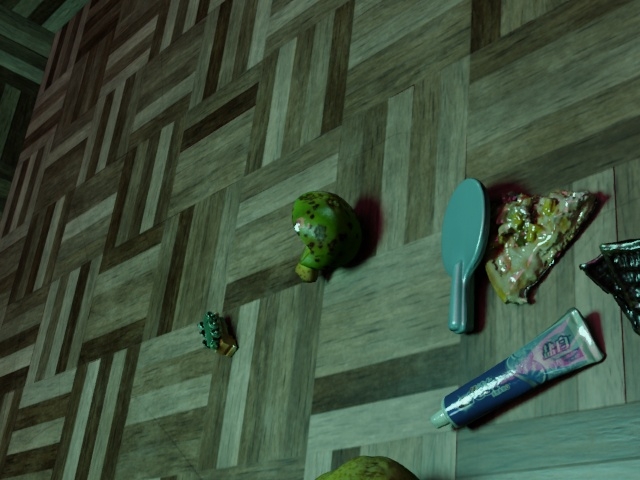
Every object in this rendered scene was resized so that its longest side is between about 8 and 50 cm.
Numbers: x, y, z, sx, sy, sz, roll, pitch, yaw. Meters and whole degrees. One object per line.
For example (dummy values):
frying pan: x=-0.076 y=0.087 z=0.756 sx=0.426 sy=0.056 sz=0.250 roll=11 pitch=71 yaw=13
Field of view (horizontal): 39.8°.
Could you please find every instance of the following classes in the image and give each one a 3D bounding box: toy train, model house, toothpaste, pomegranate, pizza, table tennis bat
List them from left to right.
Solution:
toy train: x=-0.209 y=0.186 z=1.793 sx=0.044 sy=0.064 sz=0.103 roll=-55 pitch=33 yaw=23
pomegranate: x=0.013 y=-0.001 z=1.575 sx=0.143 sy=0.122 sz=0.169 roll=-73 pitch=-16 yaw=-66
table tennis bat: x=0.216 y=0.022 z=1.328 sx=0.149 sy=0.038 sz=0.237 roll=139 pitch=139 yaw=-66
toothpaste: x=0.254 y=0.188 z=1.191 sx=0.268 sy=0.047 sz=0.069 roll=-38 pitch=29 yaw=29
pizza: x=0.303 y=-0.016 z=1.248 sx=0.195 sy=0.052 sz=0.185 roll=-38 pitch=44 yaw=36
model house: x=0.374 y=0.048 z=1.027 sx=0.165 sy=0.152 sz=0.106 roll=-10 pitch=55 yaw=49

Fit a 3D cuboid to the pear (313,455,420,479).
pear: x=0.060 y=0.397 z=1.184 sx=0.228 sy=0.188 sz=0.211 roll=-28 pitch=50 yaw=44
